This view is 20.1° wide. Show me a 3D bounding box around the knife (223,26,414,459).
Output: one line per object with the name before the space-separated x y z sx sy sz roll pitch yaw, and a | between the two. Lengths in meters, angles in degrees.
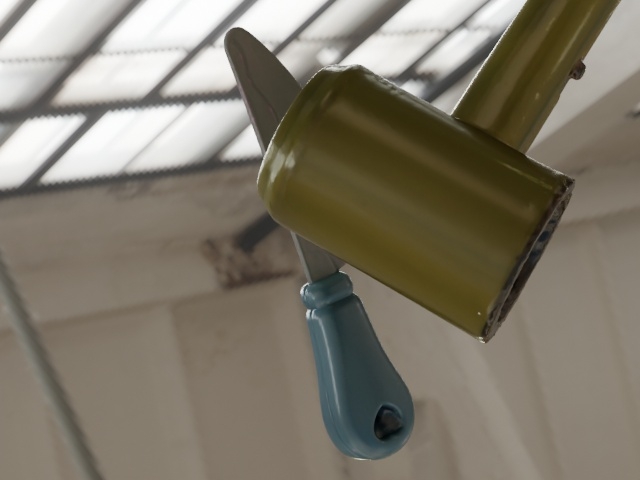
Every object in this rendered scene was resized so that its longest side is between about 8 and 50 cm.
knife | 0.002 0.000 0.972 0.058 0.032 0.244 -18 -85 -30

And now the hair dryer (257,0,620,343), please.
hair dryer | 0.093 -0.091 0.913 0.135 0.090 0.278 29 -115 12
